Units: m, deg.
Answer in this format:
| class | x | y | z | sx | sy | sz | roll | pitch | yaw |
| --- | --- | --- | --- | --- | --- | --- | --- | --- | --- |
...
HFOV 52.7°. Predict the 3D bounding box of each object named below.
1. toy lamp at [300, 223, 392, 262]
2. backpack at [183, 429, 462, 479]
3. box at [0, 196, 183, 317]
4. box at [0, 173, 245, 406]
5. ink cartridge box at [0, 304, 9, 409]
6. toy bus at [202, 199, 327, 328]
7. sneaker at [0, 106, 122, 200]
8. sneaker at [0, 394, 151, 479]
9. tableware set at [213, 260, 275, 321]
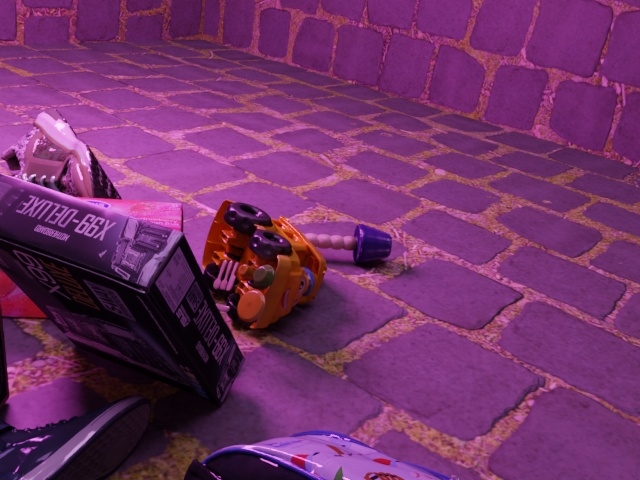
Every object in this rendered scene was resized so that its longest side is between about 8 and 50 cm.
| class | x | y | z | sx | sy | sz | roll | pitch | yaw |
| --- | --- | --- | --- | --- | --- | --- | --- | --- | --- |
| toy lamp | 0.000 | 0.000 | 1.248 | 0.275 | 0.080 | 0.080 | 4 | 25 | -10 |
| backpack | 0.011 | 0.266 | 0.480 | 0.263 | 0.276 | 0.213 | 14 | -1 | 35 |
| box | -0.368 | 0.023 | 1.003 | 0.300 | 0.142 | 0.154 | 3 | 25 | -11 |
| box | -0.238 | 0.070 | 0.767 | 0.243 | 0.307 | 0.076 | 17 | 60 | 17 |
| ink cartridge box | -0.484 | 0.110 | 0.718 | 0.235 | 0.193 | 0.088 | 8 | 26 | -1 |
| toy bus | -0.067 | 0.046 | 1.082 | 0.212 | 0.149 | 0.220 | 10 | 22 | -37 |
| sneaker | -0.542 | -0.122 | 1.326 | 0.182 | 0.158 | 0.410 | -36 | 43 | -14 |
| sneaker | -0.308 | 0.208 | 0.693 | 0.163 | 0.086 | 0.226 | 23 | 30 | 23 |
| tableware set | -0.121 | 0.104 | 0.933 | 0.104 | 0.154 | 0.024 | 6 | -20 | 34 |
